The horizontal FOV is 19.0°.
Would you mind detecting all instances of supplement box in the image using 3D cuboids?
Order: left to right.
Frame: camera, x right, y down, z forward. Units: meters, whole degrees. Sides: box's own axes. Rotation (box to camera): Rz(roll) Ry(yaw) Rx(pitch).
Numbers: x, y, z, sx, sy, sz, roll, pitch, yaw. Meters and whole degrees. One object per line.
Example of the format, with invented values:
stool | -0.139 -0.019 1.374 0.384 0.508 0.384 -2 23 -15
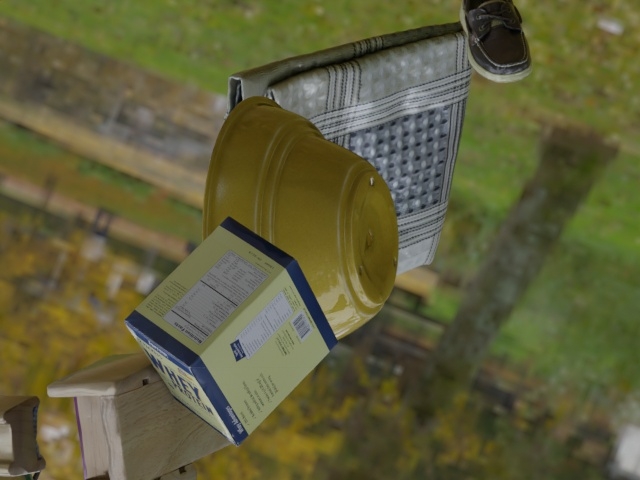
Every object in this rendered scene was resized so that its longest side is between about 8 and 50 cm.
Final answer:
supplement box | -0.047 0.050 1.043 0.056 0.083 0.083 32 160 37

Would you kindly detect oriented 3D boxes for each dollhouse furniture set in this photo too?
dollhouse furniture set | -0.177 0.208 1.198 0.303 0.286 0.198 -4 -174 29

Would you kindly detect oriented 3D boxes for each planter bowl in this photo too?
planter bowl | 0.000 0.000 1.390 0.090 0.217 0.217 -3 167 23

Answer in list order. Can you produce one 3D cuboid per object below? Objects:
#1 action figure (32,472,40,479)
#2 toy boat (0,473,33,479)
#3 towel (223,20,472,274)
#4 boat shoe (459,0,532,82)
action figure | -0.185 0.308 1.664 0.164 0.141 0.275 43 171 42
toy boat | -0.307 0.259 1.379 0.148 0.318 0.267 29 -161 -38
towel | 0.024 -0.064 1.991 0.324 0.312 0.056 -17 -138 -34
boat shoe | 0.155 -0.197 1.744 0.056 0.049 0.152 -13 -143 -5
